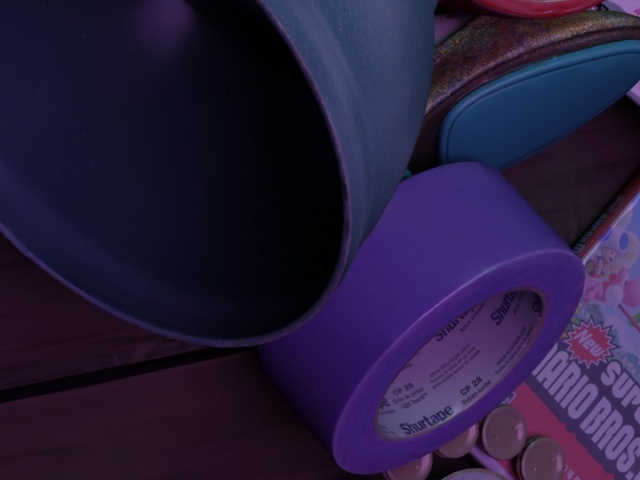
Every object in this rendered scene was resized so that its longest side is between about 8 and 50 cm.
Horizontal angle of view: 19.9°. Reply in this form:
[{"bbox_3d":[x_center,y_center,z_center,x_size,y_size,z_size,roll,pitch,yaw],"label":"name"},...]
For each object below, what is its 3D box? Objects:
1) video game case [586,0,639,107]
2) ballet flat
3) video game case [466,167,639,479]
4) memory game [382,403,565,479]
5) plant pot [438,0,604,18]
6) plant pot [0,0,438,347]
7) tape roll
[{"bbox_3d":[0.252,-0.174,1.175,0.212,0.023,0.193,39,99,-8],"label":"video game case"},{"bbox_3d":[0.041,-0.071,1.105,0.348,0.123,0.123,-33,110,-15],"label":"ballet flat"},{"bbox_3d":[0.230,0.080,1.266,0.285,0.025,0.204,-48,114,-11],"label":"video game case"},{"bbox_3d":[0.095,0.195,1.188,0.186,0.012,0.186,-1,91,-30],"label":"memory game"},{"bbox_3d":[0.089,-0.227,1.066,0.191,0.174,0.191,-4,100,-25],"label":"plant pot"},{"bbox_3d":[-0.057,-0.118,0.944,0.196,0.293,0.293,-47,116,-38],"label":"plant pot"},{"bbox_3d":[0.061,0.048,1.093,0.189,0.080,0.189,-31,152,-19],"label":"tape roll"}]
